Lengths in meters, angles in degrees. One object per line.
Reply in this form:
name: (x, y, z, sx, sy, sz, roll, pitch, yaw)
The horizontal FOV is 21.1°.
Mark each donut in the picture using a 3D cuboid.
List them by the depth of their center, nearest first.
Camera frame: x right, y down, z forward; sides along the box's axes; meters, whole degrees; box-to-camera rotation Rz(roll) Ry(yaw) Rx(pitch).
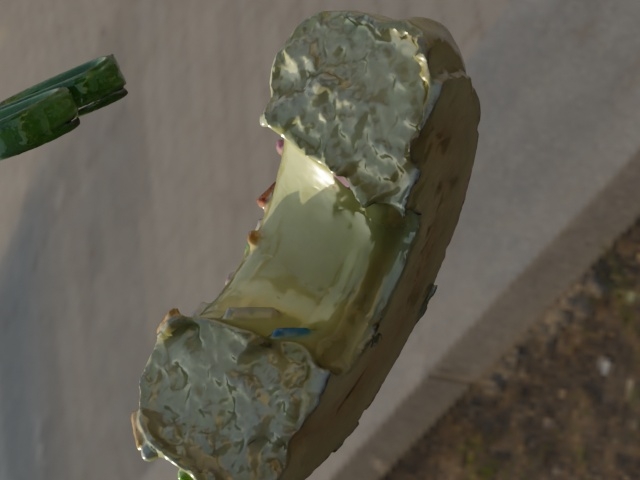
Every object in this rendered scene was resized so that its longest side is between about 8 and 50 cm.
donut: (0.000, 0.002, 0.564, 0.166, 0.065, 0.108, -68, -15, 9)

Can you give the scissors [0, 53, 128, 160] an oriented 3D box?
scissors: (-0.188, -0.041, 0.815, 0.204, 0.101, 0.027, -17, 103, 28)
